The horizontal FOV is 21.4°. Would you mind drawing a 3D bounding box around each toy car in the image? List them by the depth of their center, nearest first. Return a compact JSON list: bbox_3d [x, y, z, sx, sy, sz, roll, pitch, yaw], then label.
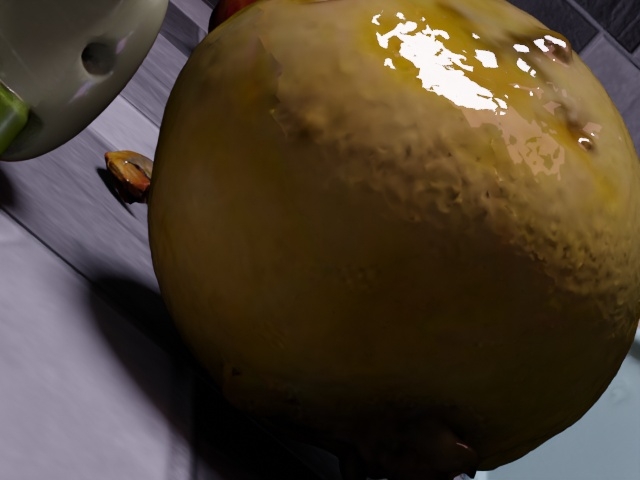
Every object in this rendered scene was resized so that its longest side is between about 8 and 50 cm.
[{"bbox_3d":[-0.187,-0.141,0.789,0.235,0.145,0.235,38,-9,7],"label":"toy car"}]

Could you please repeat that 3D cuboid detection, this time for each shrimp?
[{"bbox_3d":[-0.074,-0.011,0.969,0.127,0.025,0.091,40,7,14],"label":"shrimp"}]

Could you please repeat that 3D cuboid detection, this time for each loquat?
[{"bbox_3d":[0.034,0.001,0.762,0.244,0.244,0.244,41,7,-7],"label":"loquat"}]

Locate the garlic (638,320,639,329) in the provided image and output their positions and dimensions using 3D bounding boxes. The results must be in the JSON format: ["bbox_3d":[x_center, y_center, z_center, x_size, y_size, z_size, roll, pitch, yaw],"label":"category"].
[{"bbox_3d":[0.179,0.098,1.147,0.281,0.185,0.203,24,-32,35],"label":"garlic"}]

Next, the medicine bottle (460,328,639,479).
[{"bbox_3d":[0.229,0.181,0.938,0.318,0.158,0.158,37,9,-32],"label":"medicine bottle"}]

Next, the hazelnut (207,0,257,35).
[{"bbox_3d":[-0.038,-0.209,1.827,0.178,0.178,0.204,44,13,14],"label":"hazelnut"}]
